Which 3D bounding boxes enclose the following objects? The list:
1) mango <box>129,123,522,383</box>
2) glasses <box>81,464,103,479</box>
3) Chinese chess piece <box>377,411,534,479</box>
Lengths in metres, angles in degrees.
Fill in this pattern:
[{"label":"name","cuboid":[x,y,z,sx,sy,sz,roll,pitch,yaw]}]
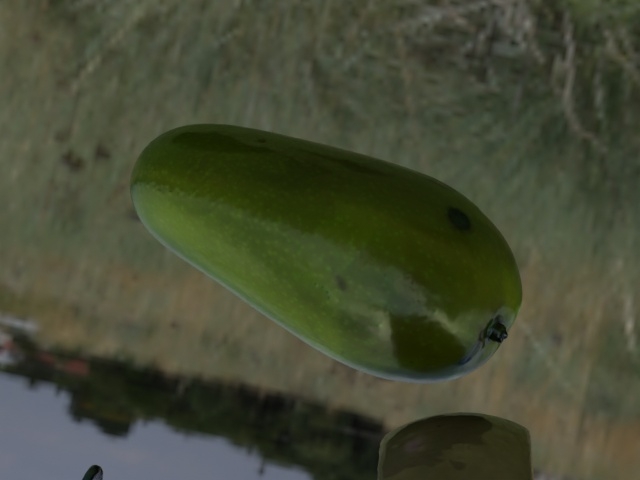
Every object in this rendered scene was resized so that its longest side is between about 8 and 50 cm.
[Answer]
[{"label":"mango","cuboid":[0.000,0.000,1.209,0.293,0.143,0.175,24,176,11]},{"label":"glasses","cuboid":[-0.230,0.192,0.913,0.207,0.102,0.239,-1,-164,22]},{"label":"Chinese chess piece","cuboid":[0.093,0.245,1.111,0.102,0.273,0.273,-4,172,6]}]
